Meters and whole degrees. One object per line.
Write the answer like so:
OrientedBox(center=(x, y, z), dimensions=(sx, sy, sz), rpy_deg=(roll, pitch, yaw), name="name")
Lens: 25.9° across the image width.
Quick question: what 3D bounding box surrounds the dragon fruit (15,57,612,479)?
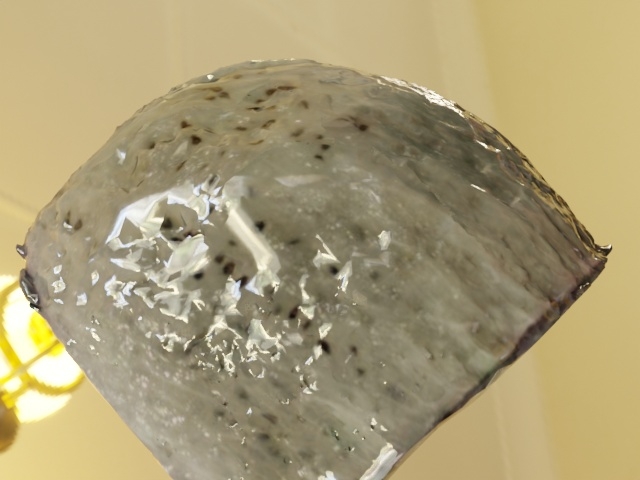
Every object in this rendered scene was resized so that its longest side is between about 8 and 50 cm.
OrientedBox(center=(0.000, 0.000, 0.714), dimensions=(0.221, 0.204, 0.283), rpy_deg=(43, -168, 6), name="dragon fruit")
